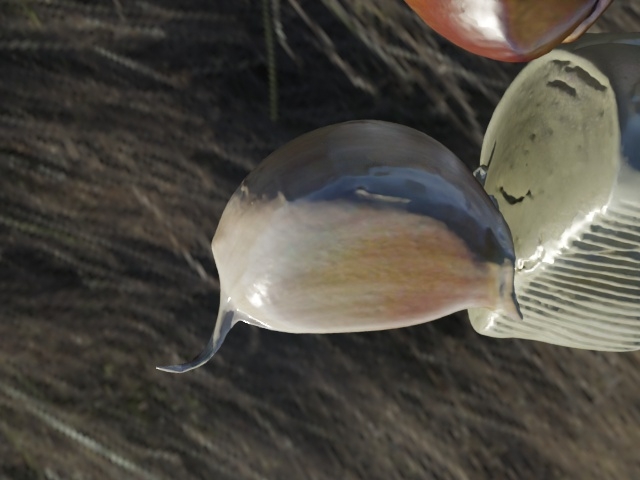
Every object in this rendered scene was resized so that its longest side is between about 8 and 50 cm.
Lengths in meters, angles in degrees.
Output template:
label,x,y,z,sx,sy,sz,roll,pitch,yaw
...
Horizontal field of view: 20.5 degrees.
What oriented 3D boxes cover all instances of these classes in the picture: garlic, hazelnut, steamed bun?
label,x,y,z,sx,sy,sz,roll,pitch,yaw
garlic,-0.004,-0.002,1.225,0.267,0.148,0.128,-11,167,15
hazelnut,0.159,-0.234,1.413,0.212,0.181,0.181,-25,170,-25
steamed bun,0.285,-0.066,1.700,0.247,0.236,0.383,3,150,-17
